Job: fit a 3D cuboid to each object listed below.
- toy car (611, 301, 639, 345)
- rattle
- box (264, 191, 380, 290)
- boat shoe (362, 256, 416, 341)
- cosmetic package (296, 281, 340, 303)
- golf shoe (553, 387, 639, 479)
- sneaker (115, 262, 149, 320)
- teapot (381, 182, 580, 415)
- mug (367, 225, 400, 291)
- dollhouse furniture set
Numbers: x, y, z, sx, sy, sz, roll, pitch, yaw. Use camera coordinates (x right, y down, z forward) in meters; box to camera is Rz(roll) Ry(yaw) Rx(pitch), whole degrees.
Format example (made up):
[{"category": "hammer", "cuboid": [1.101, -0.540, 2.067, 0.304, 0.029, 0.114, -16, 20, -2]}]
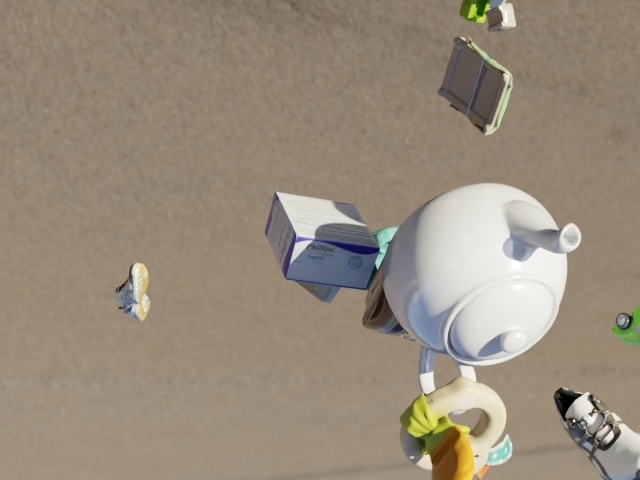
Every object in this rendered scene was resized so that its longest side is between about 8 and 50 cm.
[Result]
[{"category": "toy car", "cuboid": [0.467, 0.074, 1.554, 0.239, 0.053, 0.225, 18, 132, -33]}, {"category": "rattle", "cuboid": [0.180, 0.252, 1.370, 0.130, 0.142, 0.200, -40, 132, -11]}, {"category": "box", "cuboid": [0.000, 0.000, 1.716, 0.126, 0.137, 0.072, 8, 116, -20]}, {"category": "boat shoe", "cuboid": [0.140, 0.093, 1.859, 0.342, 0.123, 0.123, -106, -139, -89]}, {"category": "cosmetic package", "cuboid": [0.019, 0.035, 1.919, 0.115, 0.060, 0.041, -57, 157, 6]}, {"category": "golf shoe", "cuboid": [0.362, 0.252, 1.596, 0.077, 0.198, 0.094, -45, 111, -5]}, {"category": "sneaker", "cuboid": [-0.214, 0.056, 1.371, 0.037, 0.032, 0.083, 18, 134, 12]}, {"category": "teapot", "cuboid": [0.205, 0.070, 1.533, 0.252, 0.187, 0.256, -25, 137, 4]}, {"category": "mug", "cuboid": [0.132, 0.040, 2.145, 0.097, 0.130, 0.158, -19, -179, -13]}, {"category": "dollhouse furniture set", "cuboid": [0.158, -0.171, 1.033, 0.058, 0.076, 0.152, -10, 129, -34]}]
